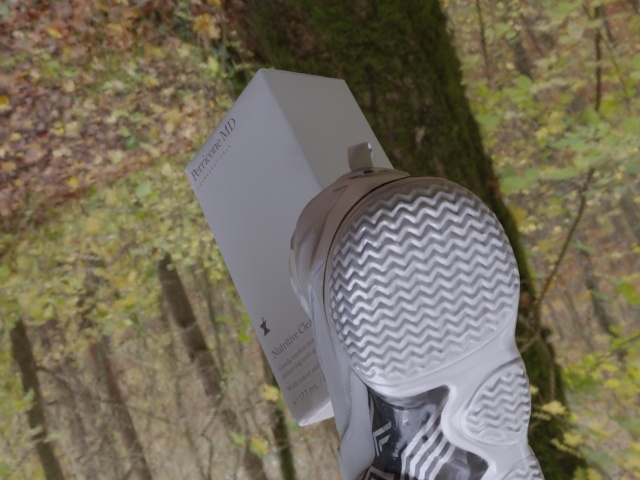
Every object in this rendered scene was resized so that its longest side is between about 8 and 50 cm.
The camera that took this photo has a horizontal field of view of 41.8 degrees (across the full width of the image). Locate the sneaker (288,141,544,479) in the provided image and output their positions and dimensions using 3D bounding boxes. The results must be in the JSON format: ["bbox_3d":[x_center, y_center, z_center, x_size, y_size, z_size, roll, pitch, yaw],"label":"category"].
[{"bbox_3d":[0.064,0.106,0.617,0.137,0.366,0.210,-10,-158,-6],"label":"sneaker"}]

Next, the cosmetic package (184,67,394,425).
[{"bbox_3d":[0.000,0.000,1.046,0.156,0.385,0.217,-5,147,-44],"label":"cosmetic package"}]
